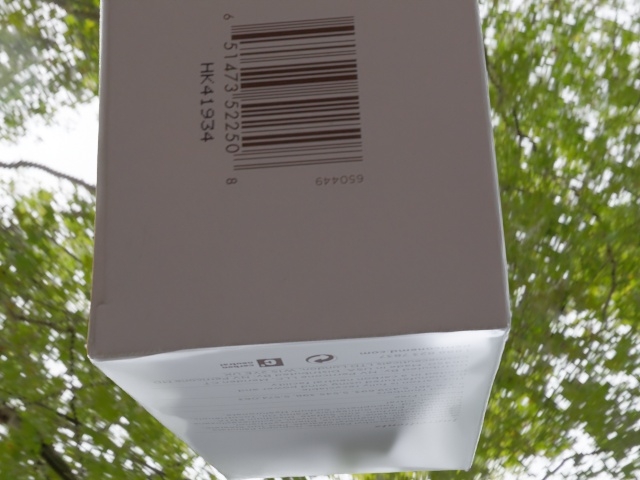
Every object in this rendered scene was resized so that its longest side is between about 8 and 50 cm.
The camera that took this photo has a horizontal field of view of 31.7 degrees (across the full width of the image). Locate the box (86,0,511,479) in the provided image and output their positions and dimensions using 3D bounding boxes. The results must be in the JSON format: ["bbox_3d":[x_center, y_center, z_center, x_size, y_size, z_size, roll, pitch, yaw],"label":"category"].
[{"bbox_3d":[0.000,0.000,0.623,0.168,0.345,0.215,-4,-111,4],"label":"box"}]
